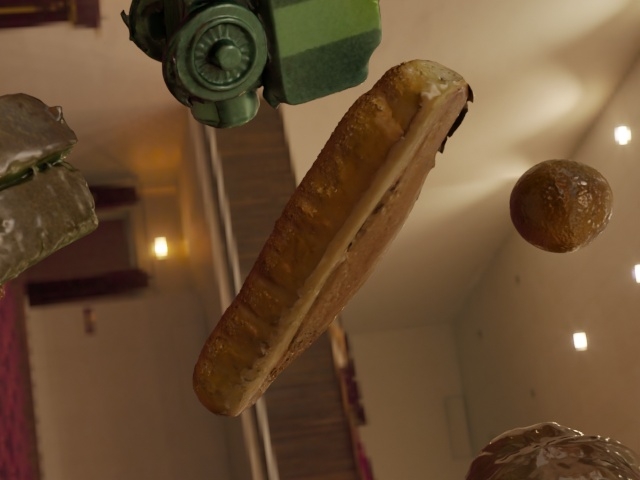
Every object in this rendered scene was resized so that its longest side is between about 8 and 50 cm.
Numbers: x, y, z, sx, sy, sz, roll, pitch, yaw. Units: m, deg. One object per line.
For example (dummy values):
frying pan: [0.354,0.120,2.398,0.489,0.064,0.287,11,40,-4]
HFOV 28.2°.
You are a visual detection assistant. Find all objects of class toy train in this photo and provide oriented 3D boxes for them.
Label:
toy train: [-0.071,-0.263,1.198,0.167,0.238,0.299,45,-32,53]

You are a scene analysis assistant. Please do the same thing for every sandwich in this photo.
sandwich: [-0.229,0.007,0.735,0.109,0.185,0.160,58,-33,1]

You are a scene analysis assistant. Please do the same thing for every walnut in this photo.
walnut: [0.248,0.310,1.317,0.248,0.248,0.248,175,-90,-76]

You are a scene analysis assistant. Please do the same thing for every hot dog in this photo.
hot dog: [-0.001,0.000,0.848,0.068,0.083,0.289,46,-67,24]

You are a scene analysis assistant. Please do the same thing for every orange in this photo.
orange: [0.209,-0.032,1.118,0.095,0.085,0.085,17,-67,57]
